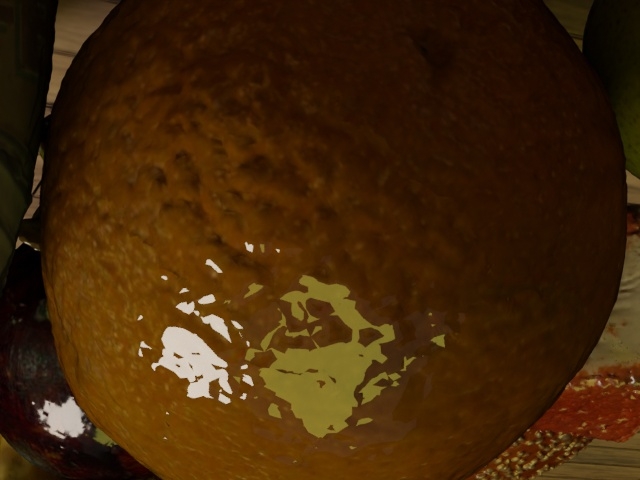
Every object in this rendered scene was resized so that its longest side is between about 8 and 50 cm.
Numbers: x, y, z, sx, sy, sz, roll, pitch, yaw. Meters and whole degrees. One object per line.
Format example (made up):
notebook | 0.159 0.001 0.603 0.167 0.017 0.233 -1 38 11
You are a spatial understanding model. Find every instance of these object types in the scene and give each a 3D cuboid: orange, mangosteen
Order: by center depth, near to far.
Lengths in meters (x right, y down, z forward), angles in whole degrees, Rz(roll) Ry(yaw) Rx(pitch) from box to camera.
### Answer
orange | 0.000 0.000 0.778 0.322 0.322 0.357 1 145 -14
mangosteen | -0.140 0.036 1.006 0.231 0.231 0.289 -6 114 1

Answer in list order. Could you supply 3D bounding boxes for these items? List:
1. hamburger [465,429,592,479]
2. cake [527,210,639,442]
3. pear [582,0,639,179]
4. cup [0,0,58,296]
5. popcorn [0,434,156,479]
hamburger | 0.171 0.153 1.334 0.237 0.147 0.237 -7 155 -4
cake | 0.159 0.064 1.136 0.262 0.158 0.159 6 148 -20
pear | 0.243 -0.094 0.787 0.198 0.198 0.198 -4 154 -2
cup | -0.270 -0.062 0.677 0.301 0.257 0.227 20 143 -39
popcorn | -0.288 0.278 1.352 0.349 0.348 0.382 -16 -169 21
